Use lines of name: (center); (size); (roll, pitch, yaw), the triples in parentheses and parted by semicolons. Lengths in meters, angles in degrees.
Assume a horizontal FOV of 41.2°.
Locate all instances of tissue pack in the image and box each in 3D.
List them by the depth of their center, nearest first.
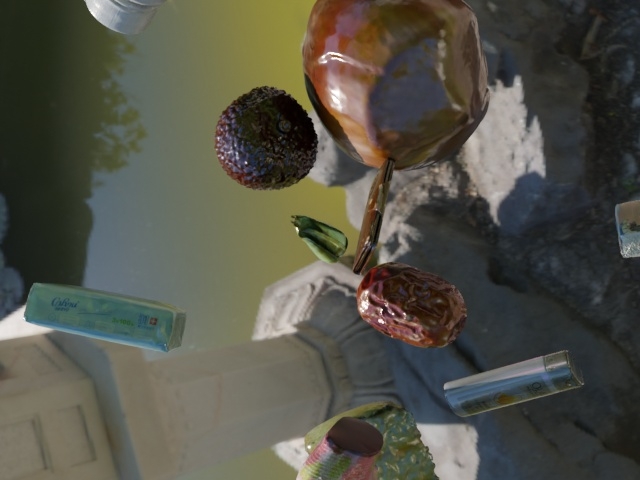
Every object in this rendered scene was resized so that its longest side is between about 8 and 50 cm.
tissue pack: (0.526, -0.021, 1.403); (0.074, 0.094, 0.058); (-10, 123, 17)
tissue pack: (-0.388, 0.138, 1.570); (0.264, 0.177, 0.089); (13, 85, -1)

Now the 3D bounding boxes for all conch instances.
conch: (0.000, 0.000, 1.971); (0.079, 0.170, 0.105); (-49, 42, 13)

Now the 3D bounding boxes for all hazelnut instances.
hazelnut: (0.123, -0.286, 1.467); (0.372, 0.315, 0.372); (37, 156, 19)

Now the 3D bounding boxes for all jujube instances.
jujube: (0.204, 0.144, 1.923); (0.251, 0.174, 0.174); (24, 110, 29)

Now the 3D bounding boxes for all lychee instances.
lychee: (-0.099, -0.172, 1.507); (0.195, 0.195, 0.194); (5, 97, 43)

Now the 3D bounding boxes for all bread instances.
bread: (0.084, 0.457, 1.613); (0.264, 0.240, 0.394); (-132, 33, -74)

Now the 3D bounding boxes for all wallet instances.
wallet: (0.080, -0.042, 1.299); (0.095, 0.026, 0.176); (117, 171, -56)

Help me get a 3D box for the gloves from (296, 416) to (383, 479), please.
gloves: (-0.002, 0.347, 1.067); (0.145, 0.126, 0.241); (-115, 41, -70)

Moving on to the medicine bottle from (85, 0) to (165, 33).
medicine bottle: (-0.311, -0.493, 1.498); (0.252, 0.145, 0.144); (-50, 62, 39)

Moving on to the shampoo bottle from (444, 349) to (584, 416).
shampoo bottle: (0.335, 0.251, 1.483); (0.228, 0.086, 0.055); (-20, 46, 24)
